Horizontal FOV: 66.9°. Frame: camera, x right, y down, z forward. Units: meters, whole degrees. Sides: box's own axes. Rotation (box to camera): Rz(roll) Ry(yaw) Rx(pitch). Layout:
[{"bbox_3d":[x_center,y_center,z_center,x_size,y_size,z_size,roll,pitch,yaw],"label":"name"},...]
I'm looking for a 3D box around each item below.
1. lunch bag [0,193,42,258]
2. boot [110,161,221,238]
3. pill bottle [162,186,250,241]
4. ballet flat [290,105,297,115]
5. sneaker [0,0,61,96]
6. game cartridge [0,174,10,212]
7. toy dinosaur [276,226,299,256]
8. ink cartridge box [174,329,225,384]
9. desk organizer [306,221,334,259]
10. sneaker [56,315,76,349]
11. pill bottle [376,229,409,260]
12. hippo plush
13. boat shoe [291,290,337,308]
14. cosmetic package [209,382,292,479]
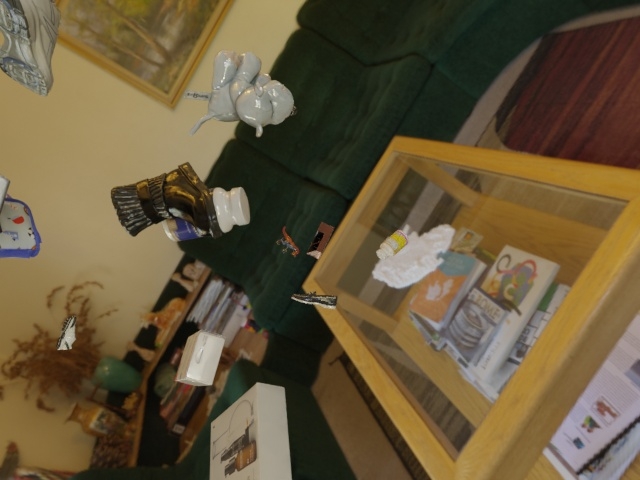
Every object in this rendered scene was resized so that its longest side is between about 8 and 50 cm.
[{"bbox_3d":[-1.189,-0.058,1.629,0.385,0.328,0.239,33,105,26],"label":"lunch bag"},{"bbox_3d":[-0.453,-0.082,1.425,0.260,0.131,0.348,-24,44,-18],"label":"boot"},{"bbox_3d":[-0.377,-0.092,1.609,0.265,0.153,0.153,-11,35,4],"label":"pill bottle"},{"bbox_3d":[-0.193,-0.624,2.331,0.173,0.057,0.049,0,23,23],"label":"ballet flat"},{"bbox_3d":[-0.546,-0.392,0.929,0.297,0.111,0.129,-43,20,57],"label":"sneaker"},{"bbox_3d":[-1.083,-0.152,1.402,0.060,0.294,0.196,10,84,63],"label":"game cartridge"},{"bbox_3d":[-0.096,0.012,1.492,0.082,0.047,0.090,17,111,38],"label":"toy dinosaur"},{"bbox_3d":[-0.397,0.390,1.591,0.218,0.092,0.158,-36,37,62],"label":"ink cartridge box"},{"bbox_3d":[0.000,0.000,1.713,0.047,0.050,0.130,113,-177,-52],"label":"desk organizer"},{"bbox_3d":[-0.767,0.282,1.482,0.040,0.044,0.109,17,86,46],"label":"sneaker"},{"bbox_3d":[0.179,0.014,1.213,0.083,0.043,0.043,-39,15,-18],"label":"pill bottle"},{"bbox_3d":[-0.212,-0.431,1.405,0.236,0.294,0.234,22,123,46],"label":"hippo plush"},{"bbox_3d":[-0.015,0.156,1.318,0.046,0.125,0.038,11,-89,-89],"label":"boat shoe"},{"bbox_3d":[-0.190,0.611,1.266,0.284,0.097,0.377,-49,35,35],"label":"cosmetic package"}]
